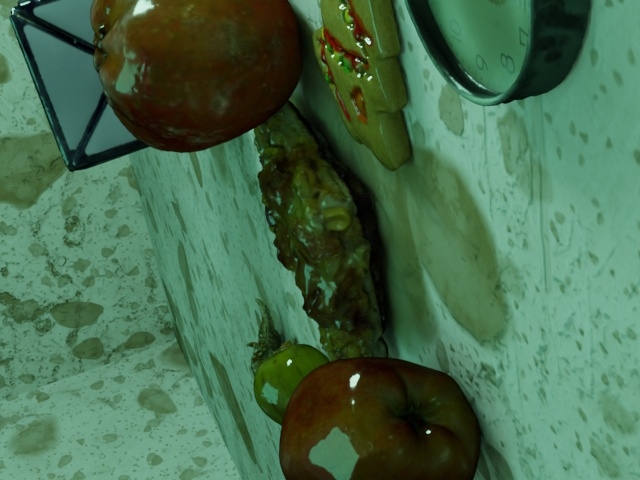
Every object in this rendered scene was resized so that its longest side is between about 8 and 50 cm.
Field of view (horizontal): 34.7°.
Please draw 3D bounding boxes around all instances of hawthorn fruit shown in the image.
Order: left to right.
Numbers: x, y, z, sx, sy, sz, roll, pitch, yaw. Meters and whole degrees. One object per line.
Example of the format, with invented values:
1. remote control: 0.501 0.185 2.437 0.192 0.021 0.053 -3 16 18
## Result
1. hawthorn fruit: -0.164 -0.246 1.295 0.284 0.284 0.284 161 90 -76

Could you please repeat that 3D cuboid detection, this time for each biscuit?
1. biscuit: 0.040 -0.194 1.078 0.239 0.041 0.212 91 158 -55

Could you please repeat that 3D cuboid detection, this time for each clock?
1. clock: 0.117 -0.211 0.759 0.226 0.049 0.226 161 90 -74

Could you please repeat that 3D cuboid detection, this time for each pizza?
1. pizza: 0.000 0.000 1.348 0.278 0.114 0.409 164 85 -81

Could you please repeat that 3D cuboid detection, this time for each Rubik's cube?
1. Rubik's cube: -0.352 -0.310 1.840 0.305 0.310 0.307 -155 47 -78

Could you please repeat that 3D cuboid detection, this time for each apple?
1. apple: 0.070 0.231 1.150 0.234 0.234 0.234 161 90 -76

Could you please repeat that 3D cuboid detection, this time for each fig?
1. fig: -0.035 0.271 1.721 0.148 0.142 0.186 31 -132 -71

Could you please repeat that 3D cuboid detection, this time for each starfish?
1. starfish: -0.088 0.274 2.043 0.293 0.084 0.301 95 157 -60
